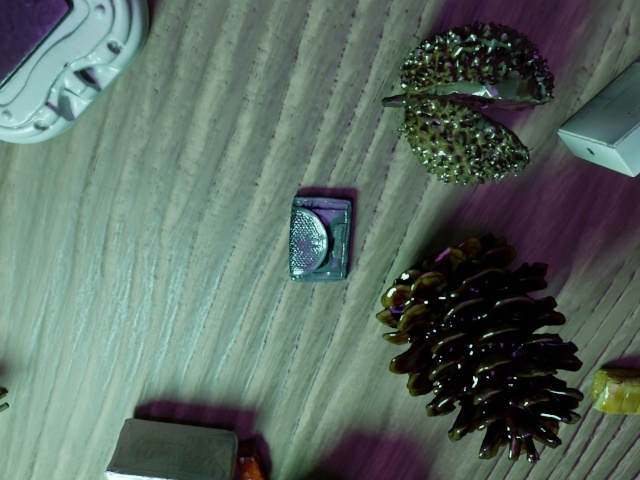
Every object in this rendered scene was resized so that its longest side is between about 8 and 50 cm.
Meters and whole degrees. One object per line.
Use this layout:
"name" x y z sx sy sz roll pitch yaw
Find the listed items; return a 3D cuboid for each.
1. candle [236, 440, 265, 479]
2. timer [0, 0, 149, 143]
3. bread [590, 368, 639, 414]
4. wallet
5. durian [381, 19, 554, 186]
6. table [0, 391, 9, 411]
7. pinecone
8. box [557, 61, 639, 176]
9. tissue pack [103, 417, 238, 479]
"candle" -0.119 0.420 0.835 0.053 0.048 0.162 7 116 26
"timer" -0.340 -0.252 0.535 0.262 0.087 0.237 -41 109 11
"bread" 0.518 0.251 0.806 0.132 0.053 0.074 7 111 -8
"wallet" 0.000 0.000 0.688 0.088 0.026 0.130 1 111 -5
"durian" 0.168 -0.159 0.583 0.195 0.167 0.196 0 89 9
"table" -0.554 0.199 0.677 0.111 0.121 0.240 -43 113 -28
"pinecone" 0.210 0.138 0.624 0.246 0.292 0.246 -9 135 -9
"box" 0.386 -0.154 0.596 0.130 0.129 0.051 -44 108 13
"tissue pack" -0.241 0.417 0.784 0.184 0.124 0.225 9 112 -9
